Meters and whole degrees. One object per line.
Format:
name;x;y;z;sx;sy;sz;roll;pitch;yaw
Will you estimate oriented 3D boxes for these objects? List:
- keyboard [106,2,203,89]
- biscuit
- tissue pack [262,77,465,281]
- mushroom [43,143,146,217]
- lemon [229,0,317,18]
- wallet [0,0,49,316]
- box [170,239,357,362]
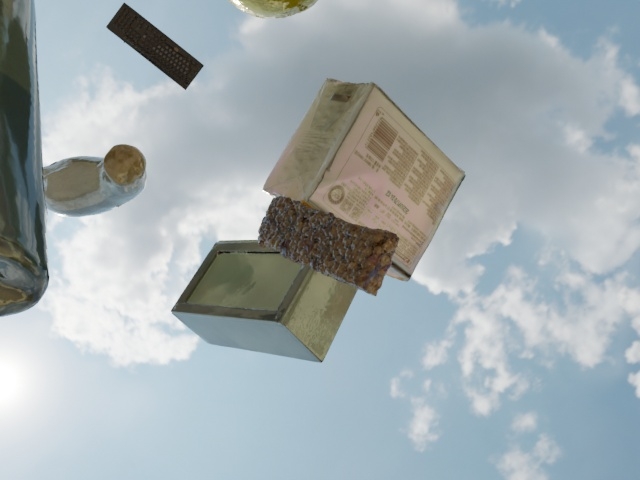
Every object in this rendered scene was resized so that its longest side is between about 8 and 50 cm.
keyboard;-0.323;-0.378;1.236;0.198;0.010;0.063;38;-83;-1
biscuit;0.000;0.000;0.642;0.199;0.034;0.064;22;-95;52
tissue pack;0.064;-0.080;0.874;0.124;0.225;0.185;23;-100;52
mushroom;-0.352;-0.098;1.025;0.270;0.118;0.103;-9;-103;39
lemon;-0.062;-0.366;0.765;0.174;0.206;0.173;2;-120;-3
wallet;-0.288;-0.136;0.383;0.083;0.252;0.360;-38;-127;24
box;-0.075;0.070;0.827;0.225;0.086;0.129;-1;-130;43
